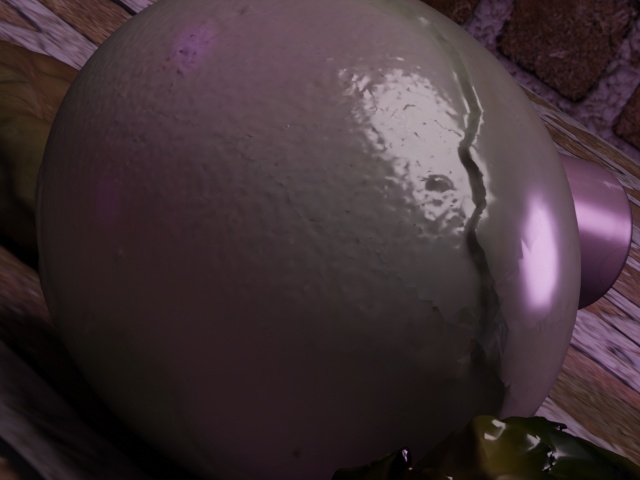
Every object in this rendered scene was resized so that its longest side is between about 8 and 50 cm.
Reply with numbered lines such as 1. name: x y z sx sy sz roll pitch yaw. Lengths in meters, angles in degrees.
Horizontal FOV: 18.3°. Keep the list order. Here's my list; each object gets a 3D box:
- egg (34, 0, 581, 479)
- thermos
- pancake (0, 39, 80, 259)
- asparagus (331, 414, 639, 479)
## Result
1. egg: 0.000 0.000 0.684 0.183 0.183 0.217 25 -2 -33
2. thermos: 0.107 -0.008 1.283 0.193 0.105 0.137 17 50 -42
3. pancake: -0.060 -0.022 0.937 0.294 0.049 0.294 23 12 -5
4. asparagus: 0.153 0.156 0.639 0.382 0.108 0.128 26 12 -32
